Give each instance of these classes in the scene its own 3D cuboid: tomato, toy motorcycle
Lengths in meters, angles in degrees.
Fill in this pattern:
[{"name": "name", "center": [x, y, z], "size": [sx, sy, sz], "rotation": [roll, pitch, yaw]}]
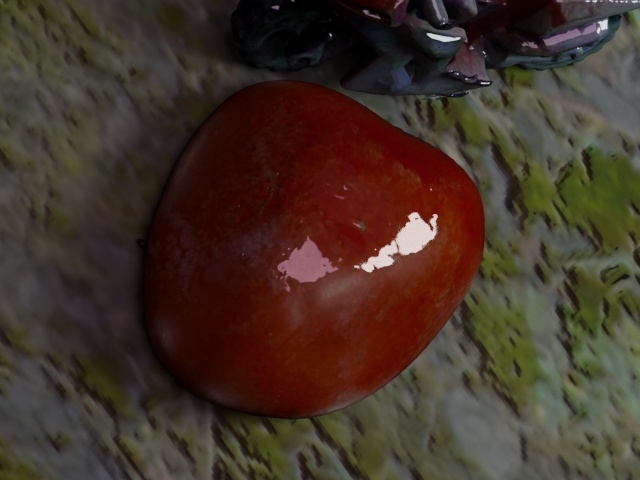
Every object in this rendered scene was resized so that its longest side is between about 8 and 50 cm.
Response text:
[{"name": "tomato", "center": [0.003, 0.008, 0.972], "size": [0.166, 0.082, 0.174], "rotation": [30, 73, -15]}, {"name": "toy motorcycle", "center": [0.065, -0.125, 0.991], "size": [0.213, 0.122, 0.082], "rotation": [-2, 71, -21]}]
